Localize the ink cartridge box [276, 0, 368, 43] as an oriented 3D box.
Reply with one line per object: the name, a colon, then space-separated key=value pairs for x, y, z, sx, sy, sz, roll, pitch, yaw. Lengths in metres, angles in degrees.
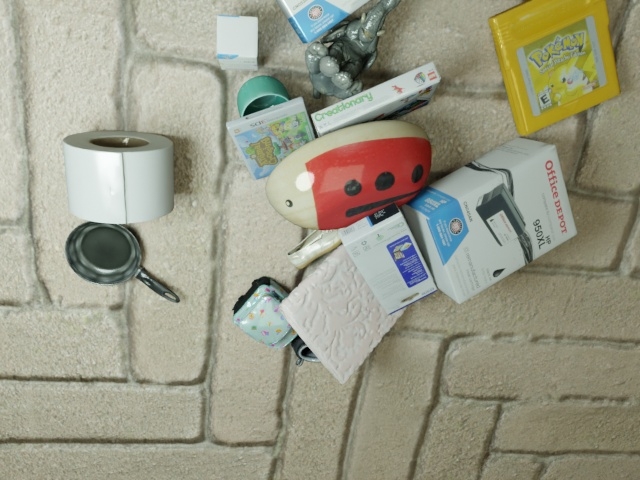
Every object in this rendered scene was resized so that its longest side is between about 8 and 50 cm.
ink cartridge box: x=-0.028 y=-0.639 z=1.134 sx=0.223 sy=0.129 sz=0.307 roll=-33 pitch=112 yaw=7

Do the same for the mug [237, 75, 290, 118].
mug: x=-0.148 y=-0.332 z=1.259 sx=0.130 sy=0.097 sz=0.158 roll=12 pitch=137 yaw=-39

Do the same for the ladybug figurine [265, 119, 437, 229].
ladybug figurine: x=0.091 y=-0.148 z=1.272 sx=0.450 sy=0.161 sz=0.305 roll=-20 pitch=153 yaw=-4

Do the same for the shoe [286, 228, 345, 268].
shoe: x=0.000 y=0.000 z=1.432 sx=0.219 sy=0.076 sz=0.058 roll=-37 pitch=117 yaw=11

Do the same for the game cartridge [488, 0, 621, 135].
game cartridge: x=0.614 y=-0.477 z=1.319 sx=0.286 sy=0.052 sz=0.323 roll=-24 pitch=114 yaw=4

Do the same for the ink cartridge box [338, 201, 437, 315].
ink cartridge box: x=0.187 y=0.059 z=1.349 sx=0.166 sy=0.065 sz=0.332 roll=-28 pitch=131 yaw=5

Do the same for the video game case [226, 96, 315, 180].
video game case: x=-0.112 y=-0.250 z=1.283 sx=0.194 sy=0.023 sz=0.212 roll=-19 pitch=148 yaw=1

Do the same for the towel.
towel: x=0.078 y=0.187 z=1.450 sx=0.332 sy=0.053 sz=0.316 roll=-44 pitch=115 yaw=-25

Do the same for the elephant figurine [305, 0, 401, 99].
elephant figurine: x=0.082 y=-0.464 z=1.216 sx=0.239 sy=0.186 sz=0.169 roll=-56 pitch=146 yaw=-10

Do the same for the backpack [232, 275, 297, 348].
backpack: x=-0.142 y=0.221 z=1.475 sx=0.188 sy=0.144 sz=0.166 roll=37 pitch=98 yaw=-22

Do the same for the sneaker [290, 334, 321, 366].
sneaker: x=0.020 y=0.267 z=1.504 sx=0.269 sy=0.153 sz=0.101 roll=-43 pitch=111 yaw=11

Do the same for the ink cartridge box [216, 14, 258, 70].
ink cartridge box: x=-0.192 y=-0.458 z=1.192 sx=0.092 sy=0.143 sz=0.089 roll=1 pitch=95 yaw=-7

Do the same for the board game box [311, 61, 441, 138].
board game box: x=0.132 y=-0.324 z=1.250 sx=0.306 sy=0.193 sz=0.053 roll=-23 pitch=88 yaw=3

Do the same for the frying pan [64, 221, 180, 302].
frying pan: x=-0.531 y=0.047 z=1.405 sx=0.326 sy=0.053 sz=0.197 roll=14 pitch=110 yaw=-14

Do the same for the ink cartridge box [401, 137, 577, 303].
ink cartridge box: x=0.458 y=-0.060 z=1.373 sx=0.395 sy=0.166 sz=0.285 roll=-29 pitch=114 yaw=-7

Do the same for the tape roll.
tape roll: x=-0.479 y=-0.159 z=1.221 sx=0.246 sy=0.246 sz=0.169 roll=3 pitch=113 yaw=-8
